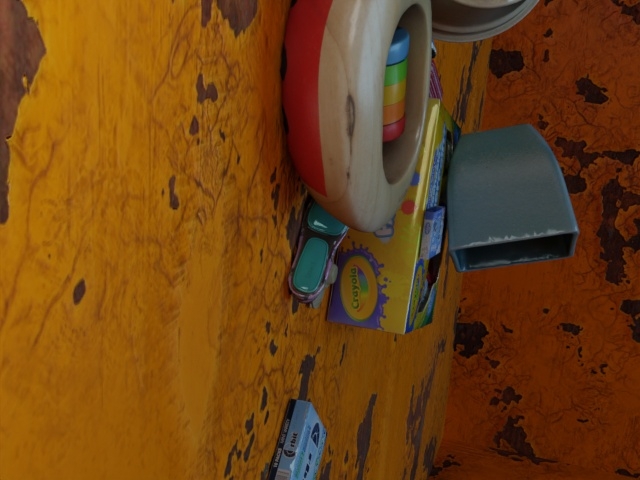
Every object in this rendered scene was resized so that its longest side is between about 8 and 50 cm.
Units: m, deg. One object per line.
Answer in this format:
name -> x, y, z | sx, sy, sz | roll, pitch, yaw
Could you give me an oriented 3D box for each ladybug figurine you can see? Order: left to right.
ladybug figurine -> 0.048, -0.228, 1.263 | 0.305, 0.161, 0.450 | -46, 143, -53

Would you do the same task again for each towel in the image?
towel -> 0.277, -0.310, 2.342 | 0.199, 0.031, 0.275 | 49, 49, -68

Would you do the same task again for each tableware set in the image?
tableware set -> 0.008, 0.034, 1.570 | 0.141, 0.020, 0.169 | -37, 135, -66

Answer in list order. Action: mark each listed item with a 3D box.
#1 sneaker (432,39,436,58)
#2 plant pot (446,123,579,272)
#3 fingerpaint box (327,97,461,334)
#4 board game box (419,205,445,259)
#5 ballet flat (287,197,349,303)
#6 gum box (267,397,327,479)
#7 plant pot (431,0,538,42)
sneaker -> 0.233, -0.470, 2.025 | 0.162, 0.063, 0.073 | 63, 36, -66
plant pot -> 0.376, -0.093, 1.824 | 0.247, 0.247, 0.252 | 44, 39, -72
fingerpaint box -> 0.165, -0.048, 1.820 | 0.371, 0.163, 0.445 | 9, 90, -74
board game box -> 0.210, -0.016, 1.667 | 0.090, 0.020, 0.090 | -23, 122, -67
ballet flat -> 0.000, 0.000, 1.443 | 0.079, 0.076, 0.222 | 112, -2, -72
gum box -> -0.038, 0.381, 1.558 | 0.184, 0.041, 0.157 | 73, 29, -60
plant pot -> 0.242, -0.475, 1.389 | 0.305, 0.333, 0.334 | -88, -177, -76
